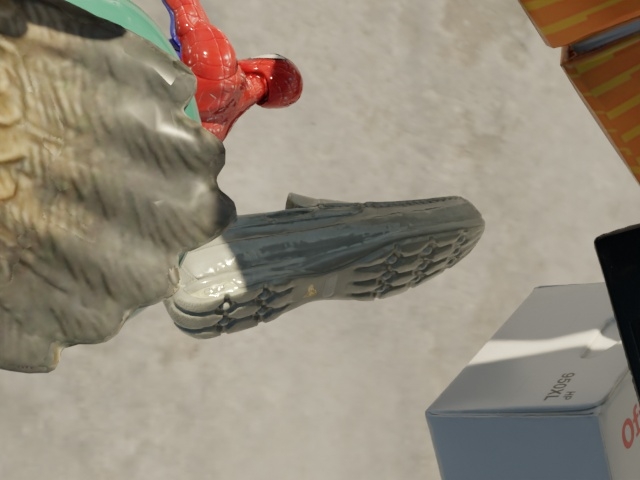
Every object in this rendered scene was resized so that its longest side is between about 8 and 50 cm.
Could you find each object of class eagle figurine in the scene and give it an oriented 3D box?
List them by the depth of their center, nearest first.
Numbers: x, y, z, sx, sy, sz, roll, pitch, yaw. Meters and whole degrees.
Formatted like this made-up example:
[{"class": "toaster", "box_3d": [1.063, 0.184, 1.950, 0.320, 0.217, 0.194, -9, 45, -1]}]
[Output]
[{"class": "eagle figurine", "box_3d": [-0.176, -0.107, 0.409, 0.298, 0.226, 0.225, 29, 90, 26]}]

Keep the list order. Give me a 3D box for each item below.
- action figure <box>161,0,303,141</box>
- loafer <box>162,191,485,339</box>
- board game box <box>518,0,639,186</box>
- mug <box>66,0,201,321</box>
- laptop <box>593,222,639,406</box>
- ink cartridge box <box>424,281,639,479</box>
[{"class": "action figure", "box_3d": [-0.148, -0.102, 0.818, 0.091, 0.280, 0.139, 111, 149, -42]}, {"class": "loafer", "box_3d": [0.000, 0.000, 1.489, 0.112, 0.319, 0.111, 111, 141, -51]}, {"class": "board game box", "box_3d": [0.244, -0.227, 0.526, 0.356, 0.356, 0.356, -20, 36, 29]}, {"class": "mug", "box_3d": [-0.099, -0.041, 0.563, 0.129, 0.097, 0.157, 23, 111, 46]}, {"class": "laptop", "box_3d": [0.318, 0.089, 0.923, 0.264, 0.136, 0.234, -15, 118, 10]}, {"class": "ink cartridge box", "box_3d": [0.257, 0.264, 1.454, 0.166, 0.285, 0.395, -4, 109, 30]}]
